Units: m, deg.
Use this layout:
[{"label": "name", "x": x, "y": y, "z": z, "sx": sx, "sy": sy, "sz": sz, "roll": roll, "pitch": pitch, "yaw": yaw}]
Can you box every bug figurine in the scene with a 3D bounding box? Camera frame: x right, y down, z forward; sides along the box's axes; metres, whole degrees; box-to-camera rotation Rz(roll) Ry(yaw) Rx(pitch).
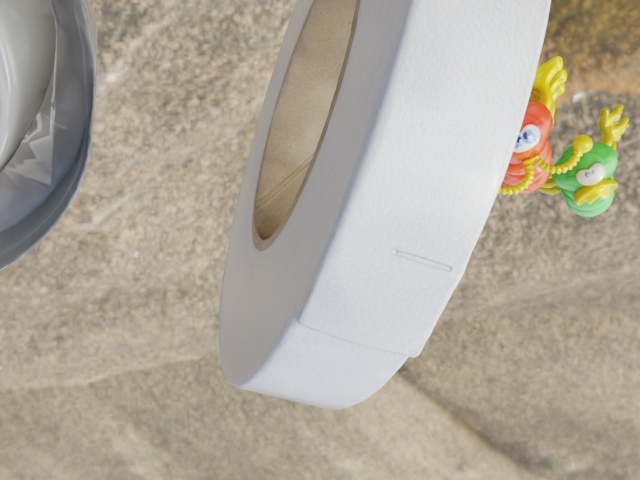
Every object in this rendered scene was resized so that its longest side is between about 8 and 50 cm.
[{"label": "bug figurine", "x": 0.213, "y": -0.084, "z": 0.516, "sx": 0.279, "sy": 0.072, "sz": 0.216, "roll": -27, "pitch": 159, "yaw": 13}]

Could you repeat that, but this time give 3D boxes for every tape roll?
[{"label": "tape roll", "x": 0.020, "y": -0.083, "z": 0.564, "sx": 0.072, "sy": 0.391, "sz": 0.392, "roll": 17, "pitch": 147, "yaw": -14}]

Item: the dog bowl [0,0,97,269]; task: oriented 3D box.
[{"label": "dog bowl", "x": -0.302, "y": -0.130, "z": 0.526, "sx": 0.349, "sy": 0.102, "sz": 0.348, "roll": 1, "pitch": 127, "yaw": 1}]
